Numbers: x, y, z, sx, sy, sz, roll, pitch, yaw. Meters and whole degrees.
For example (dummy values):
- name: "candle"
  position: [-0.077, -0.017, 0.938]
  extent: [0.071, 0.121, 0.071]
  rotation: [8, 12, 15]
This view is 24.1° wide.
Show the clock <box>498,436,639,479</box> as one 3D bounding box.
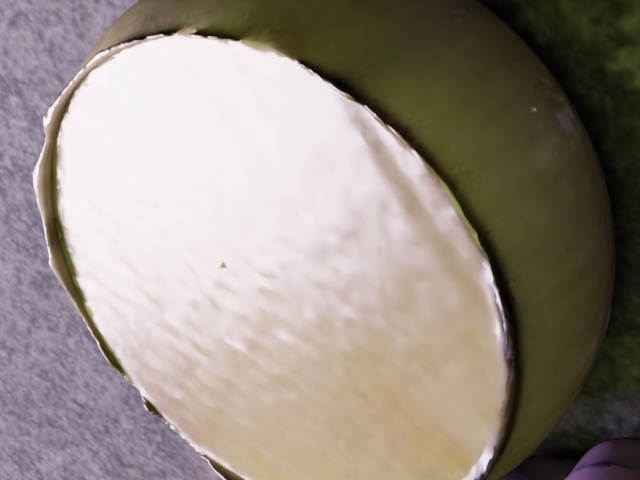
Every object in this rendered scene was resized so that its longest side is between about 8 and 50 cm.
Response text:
- name: "clock"
  position: [0.111, 0.203, 0.727]
  extent: [0.248, 0.090, 0.227]
  rotation: [-28, 101, 45]

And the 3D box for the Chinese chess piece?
- name: "Chinese chess piece"
  position: [0.000, 0.000, 0.651]
  extent: [0.257, 0.104, 0.257]
  rotation: [20, 131, 25]
